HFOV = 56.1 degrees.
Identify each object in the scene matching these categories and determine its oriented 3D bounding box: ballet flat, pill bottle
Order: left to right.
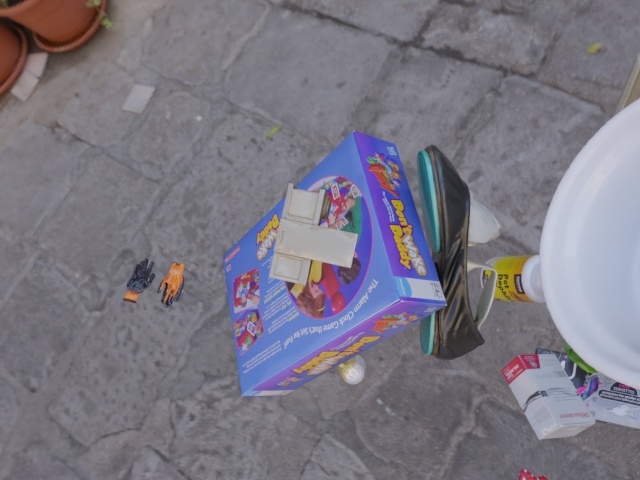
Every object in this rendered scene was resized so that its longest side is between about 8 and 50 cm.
[{"bbox_3d":[0.172,0.016,0.758,0.096,0.095,0.281,-5,109,-3],"label":"ballet flat"},{"bbox_3d":[0.508,0.095,1.493,0.215,0.117,0.117,-9,56,65],"label":"pill bottle"}]

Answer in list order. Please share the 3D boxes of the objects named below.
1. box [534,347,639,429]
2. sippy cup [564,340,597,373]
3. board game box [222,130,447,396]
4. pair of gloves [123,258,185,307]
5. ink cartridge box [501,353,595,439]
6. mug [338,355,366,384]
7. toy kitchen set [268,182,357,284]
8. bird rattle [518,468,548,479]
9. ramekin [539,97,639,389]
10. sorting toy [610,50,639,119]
[{"bbox_3d":[0.630,0.348,1.415,0.247,0.163,0.142,7,76,25],"label":"box"},{"bbox_3d":[0.652,0.179,1.167,0.240,0.224,0.305,-63,20,-4],"label":"sippy cup"},{"bbox_3d":[-0.008,0.050,0.829,0.347,0.078,0.234,-38,54,42],"label":"board game box"},{"bbox_3d":[-0.241,0.062,0.880,0.083,0.010,0.074,6,56,6],"label":"pair of gloves"},{"bbox_3d":[0.433,0.297,1.147,0.063,0.109,0.151,-57,40,37],"label":"ink cartridge box"},{"bbox_3d":[0.063,0.286,1.317,0.078,0.064,0.062,2,93,1],"label":"mug"},{"bbox_3d":[0.000,0.000,0.547,0.068,0.075,0.084,12,87,6],"label":"toy kitchen set"},{"bbox_3d":[0.547,0.608,1.311,0.253,0.207,0.143,24,102,14],"label":"bird rattle"},{"bbox_3d":[0.347,0.005,0.528,0.277,0.135,0.277,-42,39,46],"label":"ramekin"},{"bbox_3d":[0.484,-0.102,0.838,0.228,0.308,0.041,1,33,-11],"label":"sorting toy"}]
